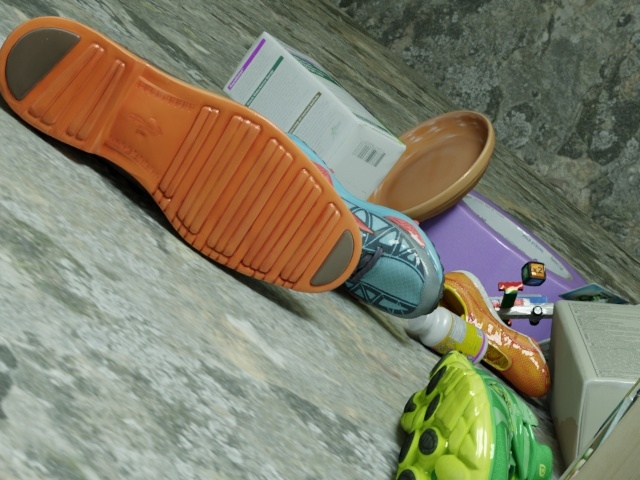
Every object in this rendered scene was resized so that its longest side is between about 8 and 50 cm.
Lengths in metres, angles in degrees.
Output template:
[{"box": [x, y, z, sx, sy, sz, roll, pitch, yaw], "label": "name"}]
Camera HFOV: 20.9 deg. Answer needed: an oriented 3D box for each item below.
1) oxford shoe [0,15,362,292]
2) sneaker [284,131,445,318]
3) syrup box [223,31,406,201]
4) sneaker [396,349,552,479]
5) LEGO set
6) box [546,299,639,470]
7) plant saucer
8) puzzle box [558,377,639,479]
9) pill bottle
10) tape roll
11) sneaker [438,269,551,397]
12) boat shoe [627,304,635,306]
[{"box": [-0.116, -0.084, 1.561, 0.364, 0.130, 0.133, 37, 5, -3], "label": "oxford shoe"}, {"box": [0.000, 0.000, 1.713, 0.262, 0.104, 0.125, 36, 28, 15], "label": "sneaker"}, {"box": [-0.011, -0.149, 2.090, 0.093, 0.096, 0.237, 26, 16, -44], "label": "syrup box"}, {"box": [0.131, 0.162, 1.356, 0.123, 0.109, 0.295, 33, 11, -1], "label": "sneaker"}, {"box": [0.272, 0.073, 1.993, 0.244, 0.182, 0.060, 25, 54, -44], "label": "LEGO set"}, {"box": [0.317, 0.159, 1.776, 0.148, 0.121, 0.311, 5, 12, 3], "label": "box"}, {"box": [0.134, -0.085, 2.164, 0.037, 0.200, 0.200, 54, 3, -26], "label": "plant saucer"}, {"box": [0.250, 0.151, 1.352, 0.052, 0.272, 0.409, 39, 11, 10], "label": "puzzle box"}, {"box": [0.130, 0.096, 1.786, 0.083, 0.043, 0.043, 30, 13, -30], "label": "pill bottle"}, {"box": [0.224, 0.026, 2.241, 0.275, 0.090, 0.275, 35, 11, -8], "label": "tape roll"}, {"box": [0.179, 0.109, 1.884, 0.067, 0.064, 0.175, -26, 63, -41], "label": "sneaker"}, {"box": [0.411, 0.151, 2.261, 0.113, 0.105, 0.306, 40, 11, 14], "label": "boat shoe"}]
